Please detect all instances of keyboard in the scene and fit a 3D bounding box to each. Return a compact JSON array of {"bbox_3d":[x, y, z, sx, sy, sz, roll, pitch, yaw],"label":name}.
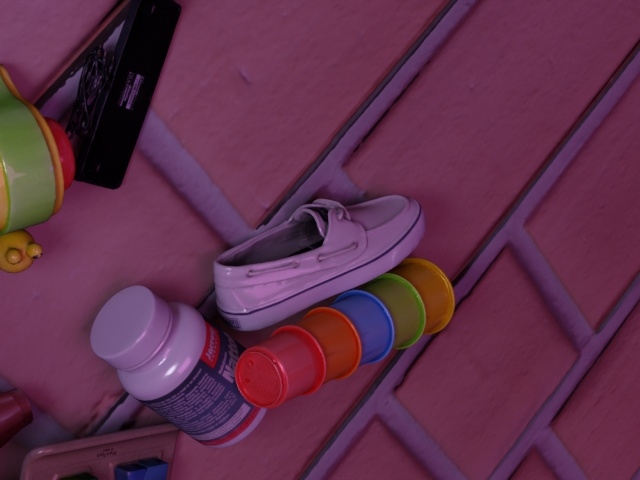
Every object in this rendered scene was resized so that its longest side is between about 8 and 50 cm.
[{"bbox_3d":[-0.196,-0.147,1.169,0.100,0.038,0.192,15,94,-65],"label":"keyboard"}]

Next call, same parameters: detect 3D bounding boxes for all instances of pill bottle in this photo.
[{"bbox_3d":[-0.140,0.124,1.248,0.108,0.108,0.180,-56,131,-10],"label":"pill bottle"}]

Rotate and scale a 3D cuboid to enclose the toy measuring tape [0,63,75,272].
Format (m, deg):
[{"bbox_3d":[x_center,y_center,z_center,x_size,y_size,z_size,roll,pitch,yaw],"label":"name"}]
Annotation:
[{"bbox_3d":[-0.275,-0.121,1.049,0.121,0.121,0.330,-19,116,-34],"label":"toy measuring tape"}]

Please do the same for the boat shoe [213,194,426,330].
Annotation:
[{"bbox_3d":[0.000,0.000,1.337,0.268,0.096,0.088,-25,124,-22],"label":"boat shoe"}]

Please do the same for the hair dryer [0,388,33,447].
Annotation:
[{"bbox_3d":[-0.373,0.251,1.142,0.293,0.080,0.223,-53,145,-5],"label":"hair dryer"}]

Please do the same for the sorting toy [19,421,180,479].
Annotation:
[{"bbox_3d":[-0.252,0.299,1.212,0.307,0.041,0.229,-1,107,-55],"label":"sorting toy"}]

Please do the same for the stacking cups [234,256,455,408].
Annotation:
[{"bbox_3d":[0.034,0.102,1.325,0.316,0.096,0.096,-25,122,-55],"label":"stacking cups"}]
